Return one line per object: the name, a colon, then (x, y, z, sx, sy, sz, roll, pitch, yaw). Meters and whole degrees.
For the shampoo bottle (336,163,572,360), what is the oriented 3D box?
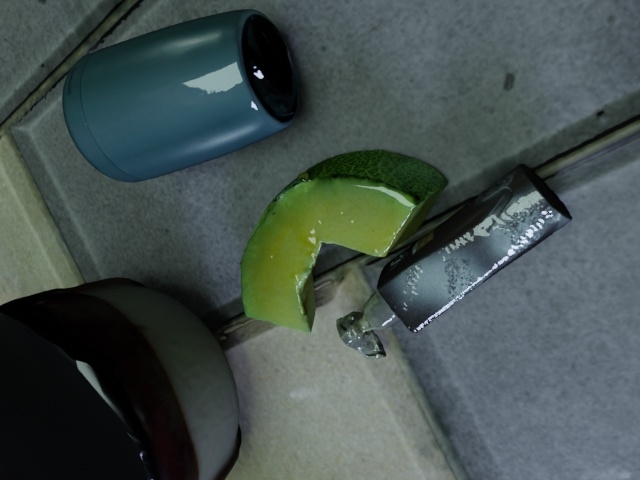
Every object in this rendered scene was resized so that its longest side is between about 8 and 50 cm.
shampoo bottle: (0.095, 0.027, 0.456, 0.208, 0.057, 0.063, -41, 86, 29)

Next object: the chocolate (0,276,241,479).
chocolate: (-0.209, 0.157, 0.567, 0.284, 0.186, 0.283, 9, 114, 21)

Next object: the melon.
melon: (0.000, 0.000, 0.497, 0.118, 0.064, 0.209, 40, 118, 8)

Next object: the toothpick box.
toothpick box: (-0.115, -0.124, 0.492, 0.184, 0.120, 0.120, -11, 97, 26)
